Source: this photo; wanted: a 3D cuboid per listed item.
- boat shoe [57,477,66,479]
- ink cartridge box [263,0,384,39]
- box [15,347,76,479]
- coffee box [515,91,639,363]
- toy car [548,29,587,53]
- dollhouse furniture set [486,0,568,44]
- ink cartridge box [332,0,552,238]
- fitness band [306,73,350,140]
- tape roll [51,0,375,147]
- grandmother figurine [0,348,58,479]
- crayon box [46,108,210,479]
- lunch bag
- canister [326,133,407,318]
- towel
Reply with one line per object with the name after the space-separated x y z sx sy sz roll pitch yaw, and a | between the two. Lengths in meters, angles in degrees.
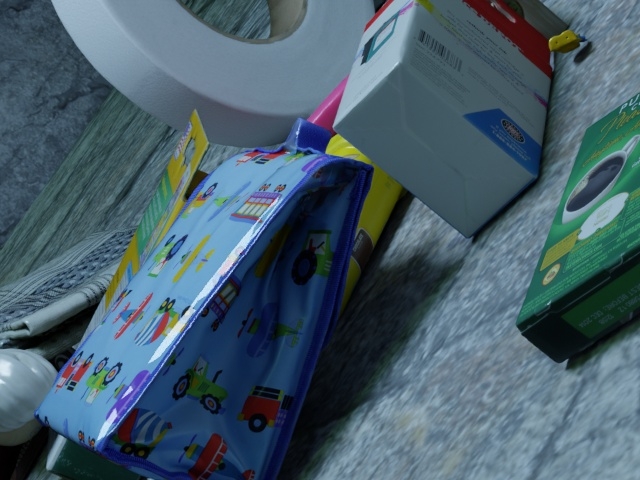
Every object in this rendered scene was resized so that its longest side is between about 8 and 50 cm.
-0.262 0.284 1.761 0.178 0.064 0.060 -58 16 -17 | boat shoe
0.050 -0.320 2.364 0.332 0.065 0.165 -40 17 45 | ink cartridge box
-0.425 0.265 2.208 0.191 0.143 0.381 -39 19 40 | box
0.183 -0.023 1.151 0.113 0.040 0.184 -38 19 43 | coffee box
0.212 -0.198 1.506 0.122 0.060 0.040 -41 -17 14 | toy car
0.097 -0.157 1.669 0.161 0.101 0.182 -51 13 2 | dollhouse furniture set
0.098 -0.118 1.491 0.078 0.134 0.231 -45 14 28 | ink cartridge box
0.005 -0.064 1.836 0.291 0.054 0.209 -50 13 8 | fitness band
-0.116 -0.282 2.094 0.072 0.392 0.392 -39 18 44 | tape roll
-0.316 0.213 1.868 0.342 0.104 0.208 118 168 -47 | grandmother figurine
-0.144 0.054 1.806 0.323 0.083 0.203 -64 11 8 | crayon box
-0.073 0.040 1.483 0.293 0.138 0.221 -65 19 -7 | lunch bag
0.000 0.000 1.636 0.126 0.073 0.170 -35 22 50 | canister
-0.283 0.057 2.113 0.324 0.056 0.312 -33 16 -30 | towel
